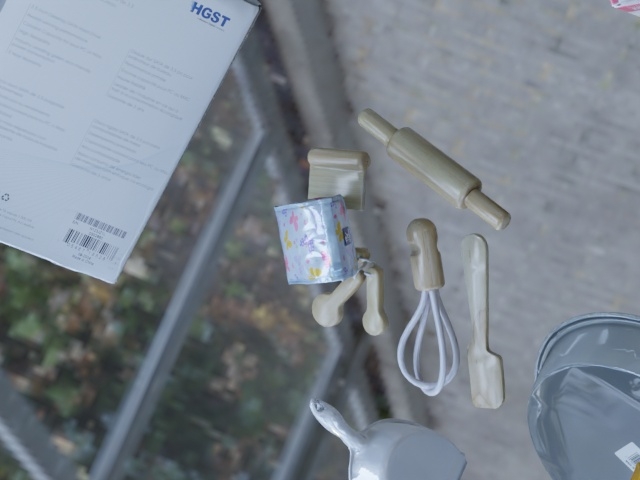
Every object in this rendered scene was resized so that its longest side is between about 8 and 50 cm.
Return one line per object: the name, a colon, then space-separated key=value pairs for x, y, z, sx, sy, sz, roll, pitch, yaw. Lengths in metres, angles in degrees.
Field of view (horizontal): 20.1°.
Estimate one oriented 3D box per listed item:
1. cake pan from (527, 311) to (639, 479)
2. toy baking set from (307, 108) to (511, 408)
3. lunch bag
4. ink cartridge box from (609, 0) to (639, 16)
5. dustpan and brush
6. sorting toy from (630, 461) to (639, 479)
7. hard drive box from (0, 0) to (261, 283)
cake pan: x=0.315 y=0.197 z=1.703 sx=0.293 sy=0.054 sz=0.293 roll=28 pitch=143 yaw=24
toy baking set: x=0.078 y=0.017 z=1.494 sx=0.256 sy=0.196 sz=0.030 roll=35 pitch=-150 yaw=29
lunch bag: x=0.000 y=0.000 z=1.487 sx=0.053 sy=0.071 sz=0.083 roll=-12 pitch=-179 yaw=-17
ink cartridge box: x=0.305 y=-0.312 z=1.635 sx=0.117 sy=0.207 sz=0.283 roll=-21 pitch=177 yaw=18
dustpan and brush: x=0.062 y=0.233 z=1.948 sx=0.060 sy=0.147 sz=0.211 roll=2 pitch=143 yaw=41
sorting toy: x=0.350 y=0.205 z=1.229 sx=0.307 sy=0.041 sz=0.229 roll=-1 pitch=138 yaw=-8
hard drive box: x=-0.179 y=-0.111 z=1.277 sx=0.181 sy=0.232 sz=0.089 roll=23 pitch=-168 yaw=-33
